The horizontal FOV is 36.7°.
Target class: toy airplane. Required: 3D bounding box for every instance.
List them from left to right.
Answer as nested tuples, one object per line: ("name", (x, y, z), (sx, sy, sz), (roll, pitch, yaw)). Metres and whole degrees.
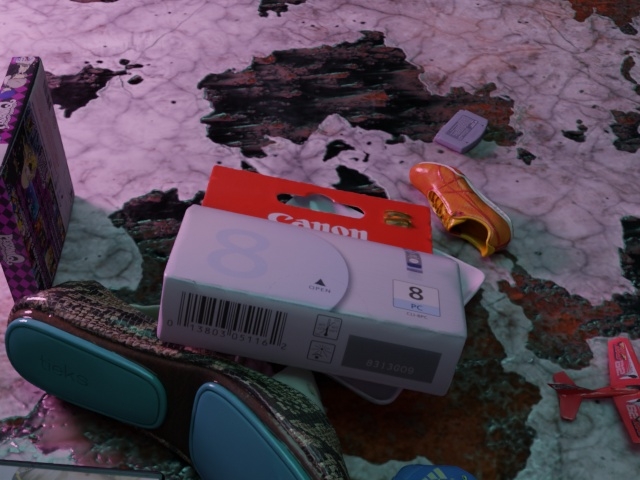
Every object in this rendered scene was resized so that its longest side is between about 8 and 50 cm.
("toy airplane", (0.336, 0.179, 1.123), (0.151, 0.028, 0.151), (2, 46, -2))

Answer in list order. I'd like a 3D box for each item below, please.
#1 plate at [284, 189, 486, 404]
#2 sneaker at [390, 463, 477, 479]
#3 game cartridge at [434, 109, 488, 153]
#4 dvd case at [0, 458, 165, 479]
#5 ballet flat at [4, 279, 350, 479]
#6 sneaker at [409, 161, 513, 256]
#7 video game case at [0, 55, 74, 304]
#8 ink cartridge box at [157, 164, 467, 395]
("plate", (0.023, 0.065, 1.175), (0.277, 0.045, 0.278), (27, 41, 19))
("sneaker", (0.153, 0.288, 0.955), (0.240, 0.091, 0.126), (22, 44, 28))
("game cartridge", (0.213, -0.162, 1.439), (0.056, 0.017, 0.083), (27, 51, 24))
("dvd case", (-0.290, 0.306, 0.943), (0.252, 0.022, 0.181), (4, 60, 1))
("ballet flat", (-0.118, 0.163, 1.036), (0.482, 0.164, 0.182), (27, 36, 23))
("sneaker", (0.180, -0.048, 1.297), (0.067, 0.064, 0.175), (-30, 55, -32))
("video game case", (-0.353, -0.067, 1.168), (0.041, 0.232, 0.210), (0, 48, 0))
("ink cartridge box", (0.000, 0.000, 1.118), (0.308, 0.091, 0.385), (11, 33, -3))
